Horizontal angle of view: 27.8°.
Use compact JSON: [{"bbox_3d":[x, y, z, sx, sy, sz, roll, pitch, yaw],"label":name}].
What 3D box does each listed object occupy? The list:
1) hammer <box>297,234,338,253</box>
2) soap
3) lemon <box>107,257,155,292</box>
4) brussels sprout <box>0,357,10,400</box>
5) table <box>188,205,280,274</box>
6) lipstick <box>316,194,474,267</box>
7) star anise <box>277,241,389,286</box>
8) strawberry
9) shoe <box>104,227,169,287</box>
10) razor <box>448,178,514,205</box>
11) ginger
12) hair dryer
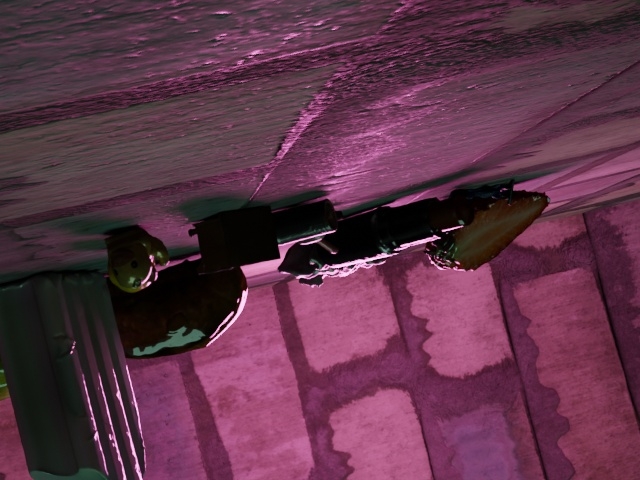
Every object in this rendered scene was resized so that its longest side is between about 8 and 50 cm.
[{"bbox_3d":[0.000,0.000,2.054,0.052,0.031,0.083,-14,145,39],"label":"hammer"},{"bbox_3d":[-0.360,0.222,1.885,0.115,0.347,0.208,-16,176,14],"label":"soap"},{"bbox_3d":[-0.248,0.036,1.702,0.065,0.065,0.092,-12,170,-17],"label":"lemon"},{"bbox_3d":[-0.542,0.186,2.075,0.223,0.161,0.223,-7,180,0],"label":"brussels sprout"},{"bbox_3d":[-0.113,0.001,1.645,0.083,0.070,0.082,-11,179,-43],"label":"table"},{"bbox_3d":[0.116,-0.019,2.043,0.299,0.081,0.081,-17,174,43],"label":"lipstick"},{"bbox_3d":[0.031,0.027,2.301,0.229,0.093,0.236,-13,178,-13],"label":"star anise"},{"bbox_3d":[0.270,-0.037,2.260,0.236,0.107,0.175,-11,139,-41],"label":"strawberry"},{"bbox_3d":[-0.219,0.020,1.550,0.072,0.069,0.109,-19,-177,-12],"label":"shoe"},{"bbox_3d":[0.256,-0.075,2.103,0.154,0.044,0.028,-7,-161,-41],"label":"razor"},{"bbox_3d":[-0.271,0.121,2.103,0.321,0.172,0.165,-14,-146,-14],"label":"ginger"},{"bbox_3d":[-0.039,-0.020,1.807,0.173,0.050,0.195,-12,180,19],"label":"hair dryer"}]
